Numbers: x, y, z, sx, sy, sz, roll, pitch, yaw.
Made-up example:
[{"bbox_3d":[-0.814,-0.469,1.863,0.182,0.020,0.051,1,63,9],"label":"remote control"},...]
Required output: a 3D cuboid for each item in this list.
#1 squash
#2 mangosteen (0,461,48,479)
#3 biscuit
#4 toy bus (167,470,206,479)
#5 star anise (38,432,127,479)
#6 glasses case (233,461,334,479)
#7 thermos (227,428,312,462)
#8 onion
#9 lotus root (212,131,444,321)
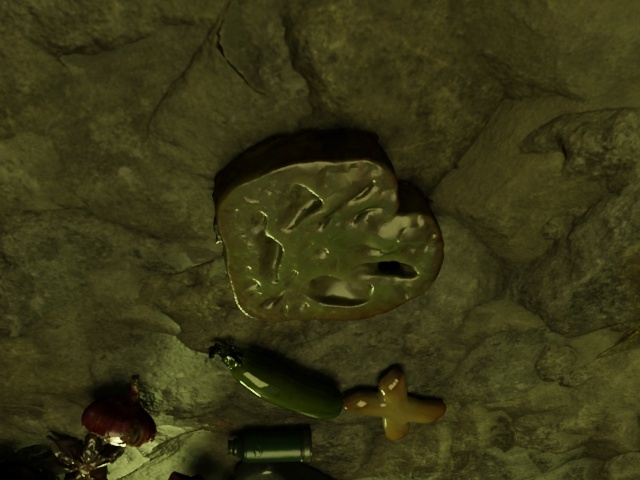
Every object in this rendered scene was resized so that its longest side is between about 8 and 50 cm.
[{"bbox_3d":[-0.081,0.285,1.235,0.331,0.087,0.087,33,118,-28],"label":"squash"},{"bbox_3d":[-0.666,0.607,1.301,0.293,0.297,0.297,-28,148,-46],"label":"mangosteen"},{"bbox_3d":[0.163,0.368,1.363,0.164,0.047,0.208,-33,127,20],"label":"biscuit"},{"bbox_3d":[-0.212,0.648,1.476,0.409,0.093,0.092,44,71,-42],"label":"toy bus"},{"bbox_3d":[-0.526,0.485,1.348,0.171,0.063,0.208,21,124,-22],"label":"star anise"},{"bbox_3d":[-0.064,0.613,1.516,0.131,0.074,0.323,-37,125,22],"label":"glasses case"},{"bbox_3d":[-0.114,0.458,1.389,0.187,0.083,0.073,2,108,-8],"label":"thermos"},{"bbox_3d":[-0.388,0.335,1.229,0.150,0.140,0.150,17,168,4],"label":"onion"},{"bbox_3d":[0.000,0.000,0.998,0.390,0.111,0.375,30,124,-30],"label":"lotus root"}]
